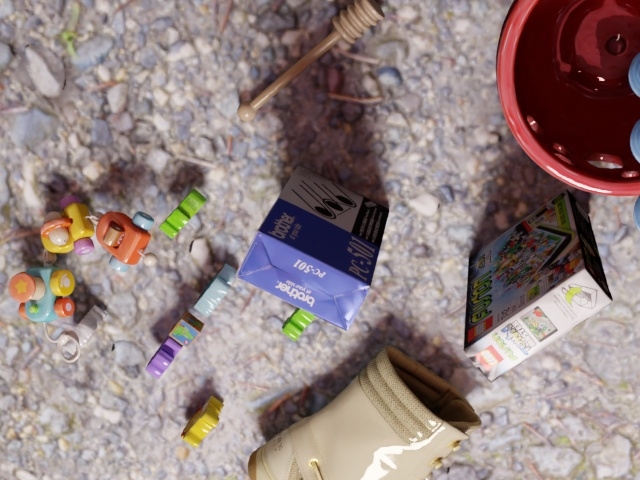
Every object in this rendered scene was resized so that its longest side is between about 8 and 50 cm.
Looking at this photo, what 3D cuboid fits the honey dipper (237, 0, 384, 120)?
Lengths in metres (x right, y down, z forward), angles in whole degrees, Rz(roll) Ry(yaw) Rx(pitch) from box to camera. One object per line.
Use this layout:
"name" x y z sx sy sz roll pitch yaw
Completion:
"honey dipper" -0.013 -0.157 0.963 0.161 0.030 0.030 -38 100 20

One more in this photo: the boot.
"boot" 0.087 0.245 1.054 0.203 0.095 0.262 -43 94 18

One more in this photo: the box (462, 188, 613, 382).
"box" 0.175 0.031 0.904 0.114 0.207 0.036 -37 100 18

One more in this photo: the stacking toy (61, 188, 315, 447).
"stacking toy" -0.121 0.076 1.052 0.167 0.052 0.221 39 108 -7

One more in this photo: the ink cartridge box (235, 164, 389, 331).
"ink cartridge box" 0.000 0.000 0.920 0.097 0.207 0.046 27 110 -1

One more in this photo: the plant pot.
"plant pot" 0.232 -0.147 0.852 0.191 0.174 0.191 3 110 8

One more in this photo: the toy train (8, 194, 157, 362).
"toy train" -0.230 0.026 1.016 0.125 0.046 0.166 41 105 28

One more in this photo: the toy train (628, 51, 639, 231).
"toy train" 0.259 -0.059 0.709 0.105 0.080 0.184 -5 70 24
